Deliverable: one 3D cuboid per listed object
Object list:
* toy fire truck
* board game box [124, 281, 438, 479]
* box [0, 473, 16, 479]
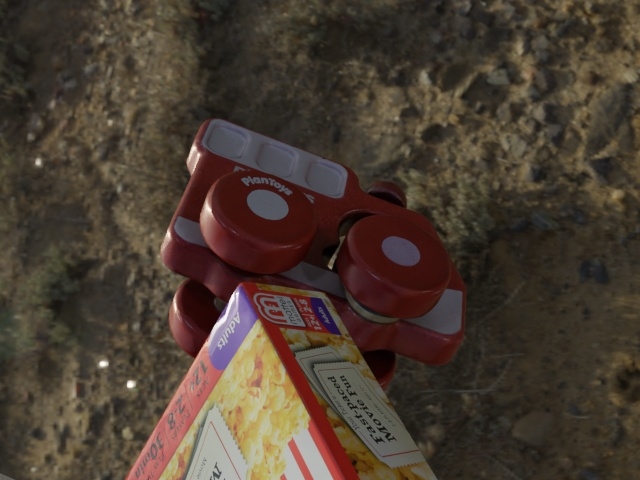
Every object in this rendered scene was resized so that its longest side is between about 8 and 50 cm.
[{"bbox_3d":[0.000,0.000,0.931,0.254,0.302,0.169,-78,8,-49],"label":"toy fire truck"},{"bbox_3d":[-0.009,0.133,0.335,0.147,0.045,0.193,-59,42,25],"label":"board game box"},{"bbox_3d":[-0.355,0.396,0.966,0.121,0.148,0.311,-57,11,26],"label":"box"}]
